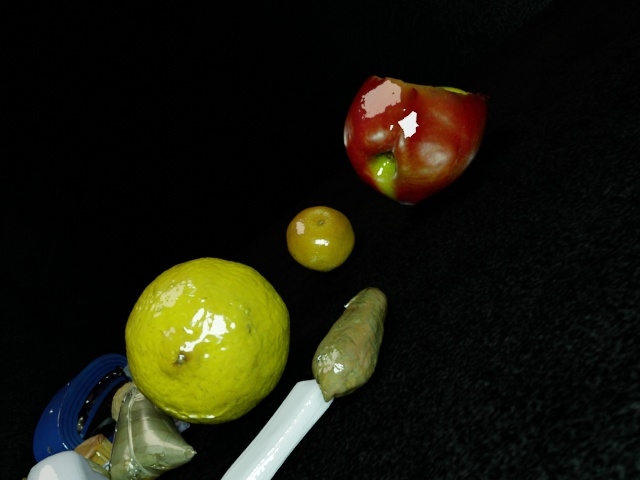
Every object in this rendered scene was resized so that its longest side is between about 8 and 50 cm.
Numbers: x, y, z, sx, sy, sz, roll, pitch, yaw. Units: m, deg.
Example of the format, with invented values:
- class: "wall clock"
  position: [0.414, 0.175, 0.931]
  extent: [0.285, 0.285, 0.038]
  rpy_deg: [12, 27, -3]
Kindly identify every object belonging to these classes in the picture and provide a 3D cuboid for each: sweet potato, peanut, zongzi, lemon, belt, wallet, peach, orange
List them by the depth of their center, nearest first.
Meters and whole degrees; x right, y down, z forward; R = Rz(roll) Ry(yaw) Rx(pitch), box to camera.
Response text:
- class: "wallet"
  position: [-0.055, 0.250, 0.835]
  extent: [0.190, 0.033, 0.095]
  rpy_deg: [-47, 11, -26]
- class: "sweet potato"
  position: [0.051, 0.119, 0.887]
  extent: [0.075, 0.075, 0.273]
  rpy_deg: [-39, 7, 25]
- class: "lemon"
  position: [-0.180, 0.161, 1.084]
  extent: [0.293, 0.293, 0.293]
  rpy_deg: [-42, 8, 7]
- class: "zongzi"
  position: [-0.282, 0.331, 1.176]
  extent: [0.197, 0.099, 0.194]
  rpy_deg: [-30, 43, 26]
- class: "peach"
  position: [0.205, -0.235, 1.324]
  extent: [0.338, 0.281, 0.281]
  rpy_deg: [-48, 10, -33]
- class: "orange"
  position: [0.000, 0.000, 1.481]
  extent: [0.154, 0.155, 0.134]
  rpy_deg: [-48, -24, -36]
- class: "peanut"
  position: [-0.401, 0.375, 1.510]
  extent: [0.130, 0.130, 0.290]
  rpy_deg: [-48, 8, -33]
- class: "belt"
  position: [-0.550, 0.430, 1.632]
  extent: [0.117, 0.212, 0.347]
  rpy_deg: [-40, 12, 22]

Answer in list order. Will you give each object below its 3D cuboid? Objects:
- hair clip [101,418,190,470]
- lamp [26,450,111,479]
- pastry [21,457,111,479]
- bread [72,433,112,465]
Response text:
- class: "hair clip"
  position: [-0.344, 0.403, 1.282]
  extent: [0.292, 0.084, 0.106]
  rpy_deg: [-40, 2, -23]
- class: "lamp"
  position: [-0.350, 0.434, 0.778]
  extent: [0.301, 0.247, 0.247]
  rpy_deg: [-37, 46, -9]
- class: "pastry"
  position: [-0.439, 0.464, 1.066]
  extent: [0.257, 0.121, 0.236]
  rpy_deg: [-12, 47, 58]
- class: "bread"
  position: [-0.482, 0.498, 1.340]
  extent: [0.199, 0.104, 0.199]
  rpy_deg: [-38, 12, 10]
